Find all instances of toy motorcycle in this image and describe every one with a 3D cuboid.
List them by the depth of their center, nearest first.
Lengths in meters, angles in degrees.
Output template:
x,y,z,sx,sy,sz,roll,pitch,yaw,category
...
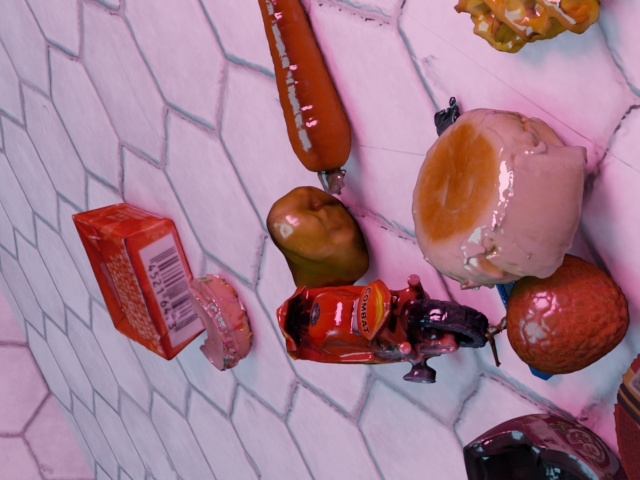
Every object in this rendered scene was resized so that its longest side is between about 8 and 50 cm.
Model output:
x,y,z,sx,sy,sz,roll,pitch,yaw,category
0.052,0.097,1.239,0.298,0.171,0.089,-16,57,60,toy motorcycle

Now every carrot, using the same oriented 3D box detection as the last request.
x,y,z,sx,sy,sz,roll,pitch,yaw,category
-0.027,-0.209,1.211,0.069,0.069,0.336,0,108,61,carrot

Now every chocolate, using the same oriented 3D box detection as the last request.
x,y,z,sx,sy,sz,roll,pitch,yaw,category
-0.306,0.059,1.907,0.235,0.108,0.237,15,129,56,chocolate

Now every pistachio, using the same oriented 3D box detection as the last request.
x,y,z,sx,sy,sz,roll,pitch,yaw,category
0.000,-0.002,1.307,0.189,0.100,0.110,60,-165,-55,pistachio

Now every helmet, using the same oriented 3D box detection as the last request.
x,y,z,sx,sy,sz,roll,pitch,yaw,category
0.233,0.236,1.099,0.177,0.107,0.153,5,118,38,helmet

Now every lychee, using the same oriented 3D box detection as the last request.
x,y,z,sx,sy,sz,roll,pitch,yaw,category
0.201,0.069,0.981,0.140,0.101,0.114,-6,101,24,lychee

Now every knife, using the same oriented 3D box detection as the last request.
x,y,z,sx,sy,sz,roll,pitch,yaw,category
0.169,0.003,1.082,0.044,0.026,0.296,-12,103,51,knife

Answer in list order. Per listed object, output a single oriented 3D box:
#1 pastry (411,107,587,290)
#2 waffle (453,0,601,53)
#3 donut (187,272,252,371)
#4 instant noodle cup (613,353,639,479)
x,y,z,sx,sy,sz,roll,pitch,yaw,category
0.149,-0.035,0.960,0.166,0.088,0.165,-32,52,52,pastry
0.126,-0.272,0.872,0.291,0.051,0.291,41,144,39,waffle
-0.148,0.135,1.736,0.117,0.065,0.166,39,147,42,donut
0.351,0.175,0.837,0.274,0.091,0.274,42,146,36,instant noodle cup
